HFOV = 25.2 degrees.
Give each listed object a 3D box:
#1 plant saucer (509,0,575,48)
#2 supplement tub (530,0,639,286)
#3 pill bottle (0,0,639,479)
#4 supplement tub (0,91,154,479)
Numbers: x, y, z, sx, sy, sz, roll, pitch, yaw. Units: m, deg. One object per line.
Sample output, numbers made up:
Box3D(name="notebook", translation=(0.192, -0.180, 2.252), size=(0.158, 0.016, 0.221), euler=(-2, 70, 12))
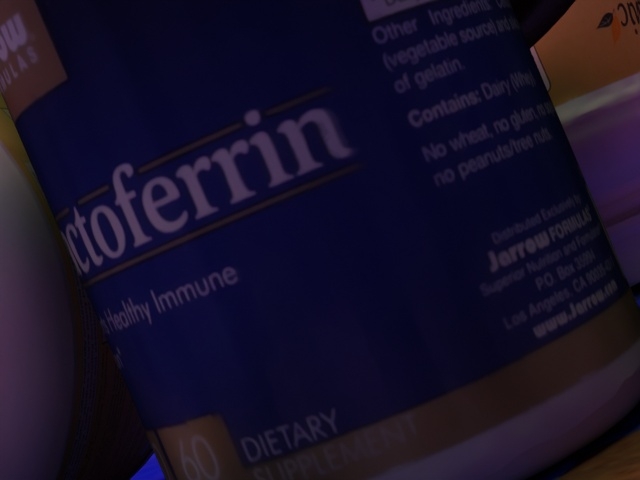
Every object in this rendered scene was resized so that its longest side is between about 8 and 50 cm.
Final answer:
Box3D(name="plant saucer", translation=(-0.013, -0.158, 0.544), size=(0.311, 0.310, 0.050), euler=(-23, 33, 7))
Box3D(name="supplement tub", translation=(0.055, -0.108, 0.760), size=(0.228, 0.316, 0.228), euler=(-23, 0, 0))
Box3D(name="pill bottle", translation=(-0.016, -0.050, 0.438), size=(0.153, 0.264, 0.153), euler=(-23, 0, 0))
Box3D(name="supplement tub", translation=(-0.191, 0.037, 0.575), size=(0.241, 0.241, 0.331), euler=(-23, 0, 7))
